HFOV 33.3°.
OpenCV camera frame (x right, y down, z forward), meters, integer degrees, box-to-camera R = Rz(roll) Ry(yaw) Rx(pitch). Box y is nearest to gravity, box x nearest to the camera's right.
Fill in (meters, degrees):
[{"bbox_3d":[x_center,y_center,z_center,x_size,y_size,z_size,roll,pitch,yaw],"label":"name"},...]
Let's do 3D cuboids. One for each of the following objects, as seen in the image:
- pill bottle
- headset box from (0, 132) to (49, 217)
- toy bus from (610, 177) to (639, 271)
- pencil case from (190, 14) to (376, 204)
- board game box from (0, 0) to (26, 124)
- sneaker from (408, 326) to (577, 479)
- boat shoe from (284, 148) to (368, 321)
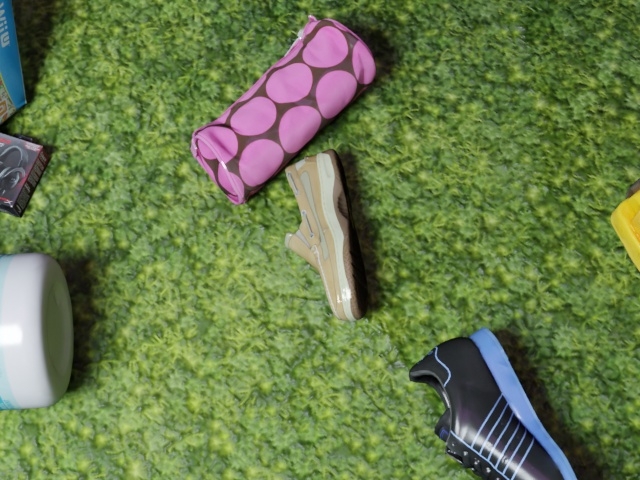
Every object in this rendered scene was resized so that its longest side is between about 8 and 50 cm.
[{"bbox_3d":[-0.374,0.091,0.997,0.264,0.146,0.146,-4,68,0],"label":"pill bottle"},{"bbox_3d":[-0.329,-0.074,1.123,0.062,0.032,0.083,18,71,9],"label":"headset box"},{"bbox_3d":[0.411,-0.054,1.007,0.220,0.211,0.149,-29,72,-8],"label":"toy bus"},{"bbox_3d":[-0.043,-0.138,1.113,0.098,0.095,0.209,45,76,2],"label":"pencil case"},{"bbox_3d":[-0.415,-0.151,0.993,0.097,0.224,0.303,20,46,15],"label":"board game box"},{"bbox_3d":[0.165,0.195,0.984,0.090,0.081,0.232,-24,63,-6],"label":"sneaker"},{"bbox_3d":[0.000,0.000,1.077,0.072,0.068,0.190,-14,58,8],"label":"boat shoe"}]
